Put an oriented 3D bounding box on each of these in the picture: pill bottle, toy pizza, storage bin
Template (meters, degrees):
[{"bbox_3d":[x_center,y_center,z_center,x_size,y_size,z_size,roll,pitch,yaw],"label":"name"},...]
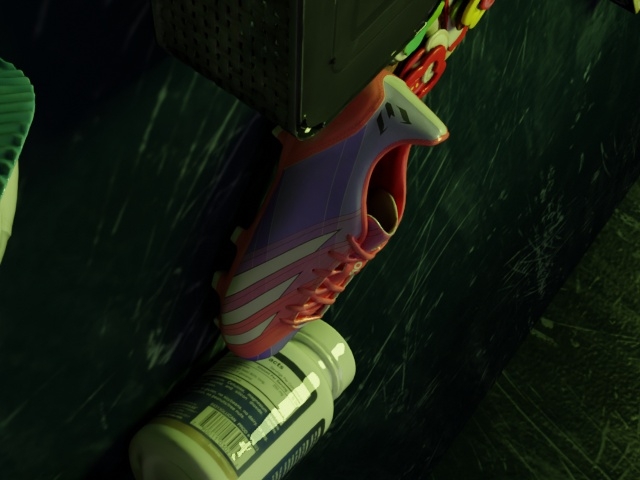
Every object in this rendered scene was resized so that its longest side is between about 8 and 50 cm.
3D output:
[{"bbox_3d":[-0.050,0.127,0.815,0.169,0.094,0.094,-40,157,-40],"label":"pill bottle"},{"bbox_3d":[0.081,-0.159,0.740,0.201,0.032,0.201,-48,162,-22],"label":"toy pizza"},{"bbox_3d":[-0.002,-0.144,0.459,0.122,0.084,0.180,-47,162,-25],"label":"storage bin"}]

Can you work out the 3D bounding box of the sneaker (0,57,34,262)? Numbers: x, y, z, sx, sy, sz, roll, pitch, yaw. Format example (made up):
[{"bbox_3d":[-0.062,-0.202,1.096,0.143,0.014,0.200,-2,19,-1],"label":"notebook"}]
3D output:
[{"bbox_3d":[-0.138,0.036,0.310,0.229,0.087,0.092,-76,-172,-51],"label":"sneaker"}]

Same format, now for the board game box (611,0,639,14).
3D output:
[{"bbox_3d":[0.321,-0.323,1.064,0.165,0.042,0.243,-57,163,7],"label":"board game box"}]

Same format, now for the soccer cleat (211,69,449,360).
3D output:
[{"bbox_3d":[0.000,0.000,0.711,0.083,0.095,0.248,-35,153,-49],"label":"soccer cleat"}]
